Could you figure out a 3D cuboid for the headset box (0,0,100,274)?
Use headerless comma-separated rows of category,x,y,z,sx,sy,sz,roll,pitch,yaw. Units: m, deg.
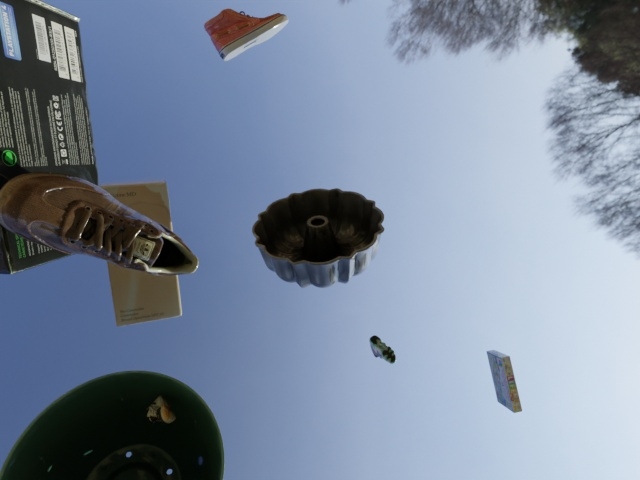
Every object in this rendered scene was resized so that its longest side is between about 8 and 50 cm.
headset box,-0.396,-0.104,0.410,0.283,0.246,0.131,2,-168,10

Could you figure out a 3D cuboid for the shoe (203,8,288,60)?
shoe,-0.158,-0.466,0.870,0.178,0.063,0.081,-36,-77,-14

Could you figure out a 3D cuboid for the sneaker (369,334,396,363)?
sneaker,0.174,0.317,1.131,0.038,0.069,0.098,-25,-133,-19

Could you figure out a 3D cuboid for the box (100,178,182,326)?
box,-0.408,0.021,0.925,0.148,0.121,0.311,-8,-75,-21

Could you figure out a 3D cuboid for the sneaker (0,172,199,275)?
sneaker,-0.186,-0.008,0.377,0.071,0.188,0.066,16,-97,23

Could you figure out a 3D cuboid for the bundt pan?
bundt pan,0.000,0.000,1.032,0.331,0.124,0.331,-5,-144,4

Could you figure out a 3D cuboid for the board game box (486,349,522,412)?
board game box,0.532,0.405,1.176,0.026,0.103,0.154,-11,-95,-1

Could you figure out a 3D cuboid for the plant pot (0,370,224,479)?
plant pot,-0.315,0.398,0.652,0.293,0.235,0.293,11,-132,-12

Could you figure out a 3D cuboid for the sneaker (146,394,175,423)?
sneaker,-0.266,0.289,0.667,0.037,0.083,0.032,-40,-73,-23
